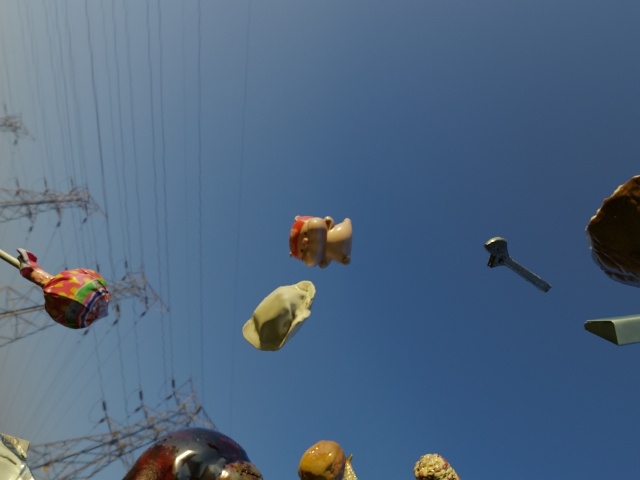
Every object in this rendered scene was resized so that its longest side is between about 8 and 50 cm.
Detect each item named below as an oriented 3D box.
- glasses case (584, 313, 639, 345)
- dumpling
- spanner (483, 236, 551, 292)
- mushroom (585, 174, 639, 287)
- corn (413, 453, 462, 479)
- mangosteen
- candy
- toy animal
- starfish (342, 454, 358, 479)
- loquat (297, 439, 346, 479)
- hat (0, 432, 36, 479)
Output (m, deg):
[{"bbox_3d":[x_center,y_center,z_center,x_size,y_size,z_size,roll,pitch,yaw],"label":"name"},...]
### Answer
[{"bbox_3d":[0.814,0.207,1.172,0.105,0.266,0.056,-142,-128,-67],"label":"glasses case"},{"bbox_3d":[-0.105,0.214,1.333,0.162,0.250,0.132,34,-22,41],"label":"dumpling"},{"bbox_3d":[0.592,0.081,1.388,0.093,0.325,0.026,-57,-152,9],"label":"spanner"},{"bbox_3d":[0.580,-0.014,0.839,0.233,0.302,0.208,18,-96,7],"label":"mushroom"},{"bbox_3d":[0.349,0.678,1.178,0.290,0.098,0.098,55,-45,5],"label":"corn"},{"bbox_3d":[-0.303,0.693,1.166,0.421,0.381,0.381,30,-56,8],"label":"mangosteen"},{"bbox_3d":[-0.604,0.064,0.968,0.365,0.124,0.124,28,-57,9],"label":"candy"},{"bbox_3d":[0.000,0.000,1.463,0.171,0.198,0.171,-176,-90,-85],"label":"toy animal"},{"bbox_3d":[0.066,0.772,1.216,0.347,0.358,0.078,28,-37,30],"label":"starfish"},{"bbox_3d":[0.005,0.603,1.250,0.113,0.137,0.137,52,-43,-5],"label":"loquat"},{"bbox_3d":[-0.675,0.527,0.856,0.301,0.168,0.258,25,-103,43],"label":"hat"}]
